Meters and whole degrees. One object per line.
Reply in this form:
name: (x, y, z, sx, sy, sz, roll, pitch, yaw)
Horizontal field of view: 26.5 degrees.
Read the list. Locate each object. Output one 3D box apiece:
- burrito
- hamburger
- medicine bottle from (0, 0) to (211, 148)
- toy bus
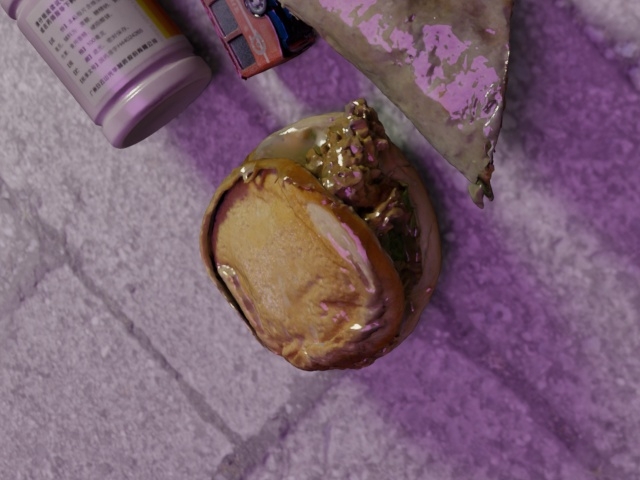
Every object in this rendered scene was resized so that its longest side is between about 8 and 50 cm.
burrito: (0.082, -0.211, 1.225, 0.348, 0.107, 0.175, 46, 103, 11)
hamburger: (0.000, 0.000, 1.354, 0.243, 0.146, 0.286, 20, 125, 29)
medicine bottle: (-0.236, -0.227, 1.400, 0.250, 0.133, 0.133, 50, 125, 3)
toy bus: (-0.091, -0.278, 1.335, 0.096, 0.073, 0.235, -24, 97, 42)
